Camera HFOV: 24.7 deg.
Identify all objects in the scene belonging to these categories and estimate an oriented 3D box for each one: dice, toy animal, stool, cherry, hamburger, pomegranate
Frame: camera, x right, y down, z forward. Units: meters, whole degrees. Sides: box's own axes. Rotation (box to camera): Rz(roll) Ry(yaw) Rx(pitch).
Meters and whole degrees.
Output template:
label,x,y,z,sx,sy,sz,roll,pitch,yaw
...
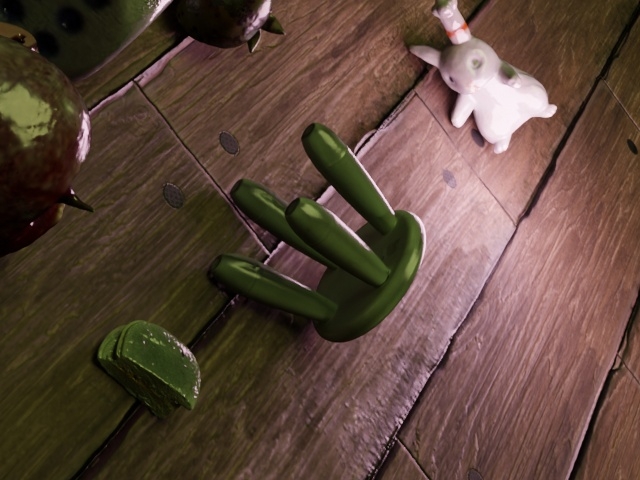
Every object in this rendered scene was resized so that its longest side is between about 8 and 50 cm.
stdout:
label,x,y,z,sx,sy,sz,roll,pitch,yaw
dice,-0.279,-0.315,1.700,0.194,0.193,0.192,49,29,-15
toy animal,0.258,-0.269,2.419,0.282,0.140,0.138,34,31,-37
stool,0.000,0.000,1.816,0.198,0.195,0.195,37,39,-26
cherry,-0.350,-0.101,1.416,0.300,0.230,0.203,38,59,-3
hamburger,-0.184,0.131,1.603,0.121,0.054,0.084,37,40,-17
pomegranate,-0.128,-0.321,1.976,0.169,0.148,0.149,62,15,-61

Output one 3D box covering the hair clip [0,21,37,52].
label,x,y,z,sx,sy,sz,roll,pitch,yaw
hair clip,-0.386,-0.200,1.626,0.138,0.102,0.123,26,31,10
